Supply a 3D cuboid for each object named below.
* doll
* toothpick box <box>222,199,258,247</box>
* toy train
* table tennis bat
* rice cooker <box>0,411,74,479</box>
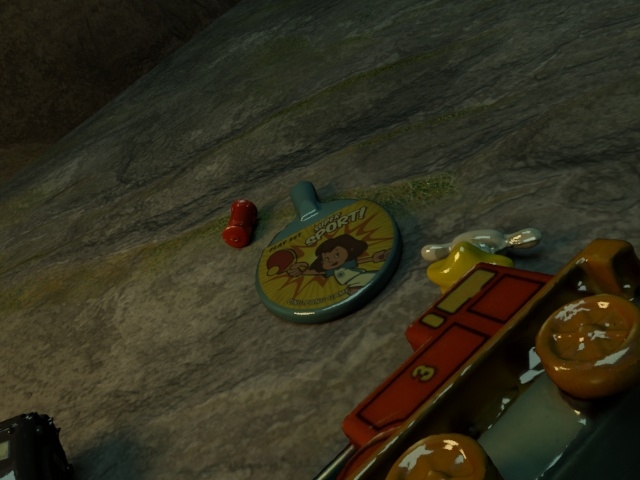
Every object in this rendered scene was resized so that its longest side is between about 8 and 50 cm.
[{"bbox_3d":[0.171,0.017,0.722,0.113,0.071,0.135,-38,27,-30],"label":"doll"},{"bbox_3d":[-0.134,-0.027,1.042,0.047,0.047,0.083,-18,34,19],"label":"toothpick box"},{"bbox_3d":[0.139,0.141,0.479,0.369,0.163,0.232,-39,20,-16],"label":"toy train"},{"bbox_3d":[0.000,0.000,0.906,0.215,0.044,0.329,-28,33,5],"label":"table tennis bat"},{"bbox_3d":[-0.341,0.276,0.684,0.119,0.142,0.203,-25,38,-12],"label":"rice cooker"}]
